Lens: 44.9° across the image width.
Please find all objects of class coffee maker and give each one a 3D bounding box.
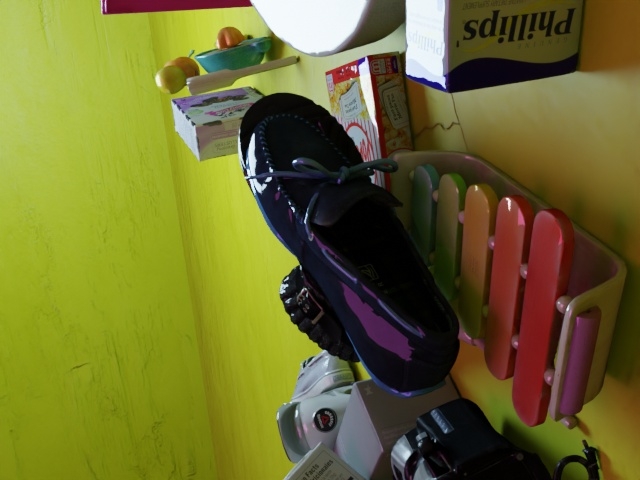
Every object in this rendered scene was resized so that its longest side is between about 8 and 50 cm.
[{"bbox_3d":[0.165,0.237,0.779,0.178,0.171,0.120,-117,24,-86],"label":"coffee maker"}]

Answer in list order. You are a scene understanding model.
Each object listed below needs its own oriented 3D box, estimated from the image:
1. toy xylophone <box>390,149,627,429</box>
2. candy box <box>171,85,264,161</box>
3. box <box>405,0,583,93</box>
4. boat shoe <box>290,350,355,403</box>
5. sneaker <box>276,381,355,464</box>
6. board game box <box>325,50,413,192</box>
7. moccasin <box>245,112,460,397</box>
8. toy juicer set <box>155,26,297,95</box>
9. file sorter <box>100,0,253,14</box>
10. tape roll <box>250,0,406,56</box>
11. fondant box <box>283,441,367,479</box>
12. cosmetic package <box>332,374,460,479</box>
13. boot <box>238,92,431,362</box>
[{"bbox_3d":[0.167,0.047,0.727,0.322,0.081,0.236,-137,39,-61],"label":"toy xylophone"},{"bbox_3d":[-0.175,-0.223,1.448,0.196,0.164,0.070,-134,35,-57],"label":"candy box"},{"bbox_3d":[0.136,-0.195,0.604,0.072,0.126,0.137,-136,38,-57],"label":"box"},{"bbox_3d":[0.000,0.242,1.364,0.227,0.079,0.081,128,136,-59],"label":"boat shoe"},{"bbox_3d":[0.044,0.287,1.203,0.330,0.146,0.123,48,-158,-76],"label":"sneaker"},{"bbox_3d":[0.065,-0.129,0.980,0.146,0.045,0.194,-170,69,-70],"label":"board game box"},{"bbox_3d":[0.043,-0.016,0.769,0.342,0.137,0.117,53,149,24],"label":"moccasin"},{"bbox_3d":[-0.190,-0.322,1.367,0.329,0.209,0.090,-145,38,-66],"label":"toy juicer set"},{"bbox_3d":[-0.192,-0.479,1.157,0.202,0.290,0.182,130,129,-67],"label":"file sorter"},{"bbox_3d":[-0.015,-0.396,0.836,0.392,0.072,0.392,47,148,41],"label":"tape roll"},{"bbox_3d":[0.082,0.433,0.959,0.330,0.096,0.238,37,144,20],"label":"fondant box"},{"bbox_3d":[0.096,0.266,1.002,0.238,0.127,0.107,101,153,-53],"label":"cosmetic package"},{"bbox_3d":[-0.003,0.003,0.998,0.348,0.131,0.260,60,165,4],"label":"boot"}]
